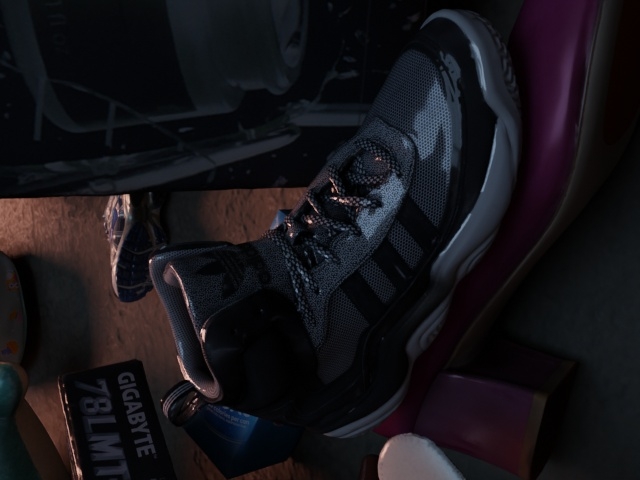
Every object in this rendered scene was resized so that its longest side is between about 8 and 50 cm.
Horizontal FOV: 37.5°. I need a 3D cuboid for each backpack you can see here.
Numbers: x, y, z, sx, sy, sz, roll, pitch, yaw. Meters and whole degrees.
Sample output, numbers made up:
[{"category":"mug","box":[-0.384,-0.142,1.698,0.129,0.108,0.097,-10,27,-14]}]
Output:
[{"category":"backpack","box":[-0.408,0.087,1.011,0.188,0.144,0.165,-7,85,32]}]

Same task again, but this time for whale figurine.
[{"category":"whale figurine","box":[-0.331,0.235,0.912,0.216,0.141,0.271,18,121,26]}]

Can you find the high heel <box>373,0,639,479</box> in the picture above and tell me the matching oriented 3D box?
[{"category":"high heel","box":[0.083,-0.039,0.581,0.181,0.127,0.377,18,107,28]}]

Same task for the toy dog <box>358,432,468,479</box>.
[{"category":"toy dog","box":[0.090,0.191,0.577,0.334,0.220,0.160,-12,52,33]}]

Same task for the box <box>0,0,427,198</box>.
[{"category":"box","box":[-0.196,-0.277,0.533,0.297,0.472,0.479,23,113,54]}]

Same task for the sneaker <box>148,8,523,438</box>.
[{"category":"sneaker","box":[0.000,0.000,0.505,0.101,0.153,0.268,47,125,45]}]

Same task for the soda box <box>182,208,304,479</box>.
[{"category":"soda box","box":[-0.029,0.079,0.726,0.067,0.071,0.210,40,117,32]}]

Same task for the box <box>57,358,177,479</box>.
[{"category":"box","box":[-0.126,0.292,0.697,0.295,0.073,0.293,-124,28,-50]}]

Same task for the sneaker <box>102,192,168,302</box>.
[{"category":"sneaker","box":[-0.173,-0.011,0.868,0.058,0.052,0.135,7,89,50]}]
